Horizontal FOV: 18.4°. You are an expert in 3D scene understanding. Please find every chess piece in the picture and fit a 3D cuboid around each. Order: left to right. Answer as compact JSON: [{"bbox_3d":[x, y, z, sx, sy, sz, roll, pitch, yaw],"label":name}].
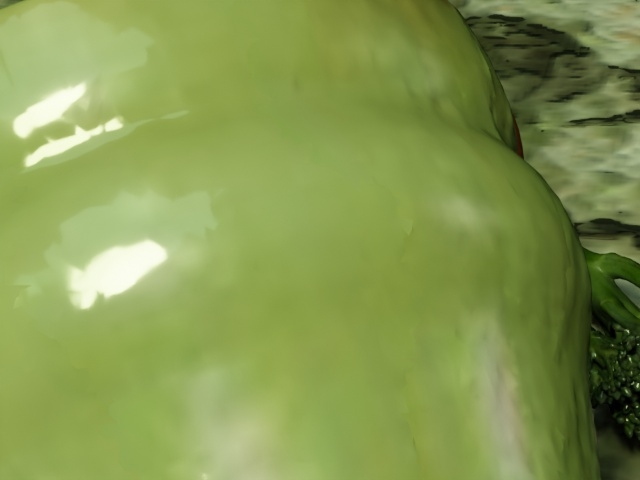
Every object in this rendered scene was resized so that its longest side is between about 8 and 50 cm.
[{"bbox_3d":[0.025,0.155,0.522,0.234,0.234,0.442,-22,65,-5],"label":"chess piece"}]

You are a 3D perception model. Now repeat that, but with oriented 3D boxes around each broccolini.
[{"bbox_3d":[0.097,0.019,0.845,0.067,0.058,0.216,8,20,-35],"label":"broccolini"}]

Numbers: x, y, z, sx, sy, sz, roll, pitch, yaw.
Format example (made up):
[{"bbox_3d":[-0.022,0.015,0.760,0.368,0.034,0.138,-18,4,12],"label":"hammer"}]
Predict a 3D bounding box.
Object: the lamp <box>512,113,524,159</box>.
[{"bbox_3d":[0.000,0.000,0.802,0.187,0.164,0.188,-6,72,18],"label":"lamp"}]
